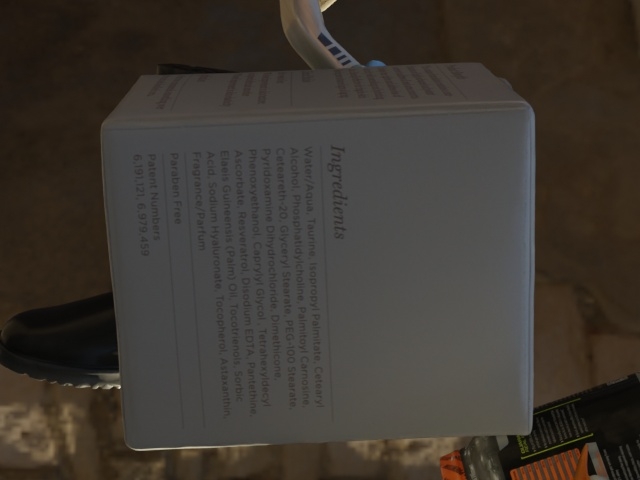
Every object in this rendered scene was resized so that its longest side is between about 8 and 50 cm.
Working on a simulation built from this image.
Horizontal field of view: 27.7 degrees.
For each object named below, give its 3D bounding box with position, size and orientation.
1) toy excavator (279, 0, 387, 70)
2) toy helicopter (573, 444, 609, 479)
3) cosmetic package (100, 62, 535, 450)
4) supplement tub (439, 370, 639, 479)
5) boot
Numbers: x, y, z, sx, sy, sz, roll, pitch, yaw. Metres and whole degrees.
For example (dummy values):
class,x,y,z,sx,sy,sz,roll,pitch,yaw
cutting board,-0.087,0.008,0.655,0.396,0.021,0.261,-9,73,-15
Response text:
class,x,y,z,sx,sy,sz,roll,pitch,yaw
toy excavator,0.050,-0.226,2.002,0.222,0.445,0.433,-34,-161,37
toy helicopter,0.324,0.277,1.258,0.355,0.235,0.140,18,90,-63
cosmetic package,0.000,0.000,1.333,0.329,0.394,0.327,-92,180,-76
supplement tub,0.346,0.314,1.747,0.207,0.338,0.207,-20,90,-81
boot,-0.229,-0.025,1.767,0.146,0.367,0.445,-134,-126,-60
